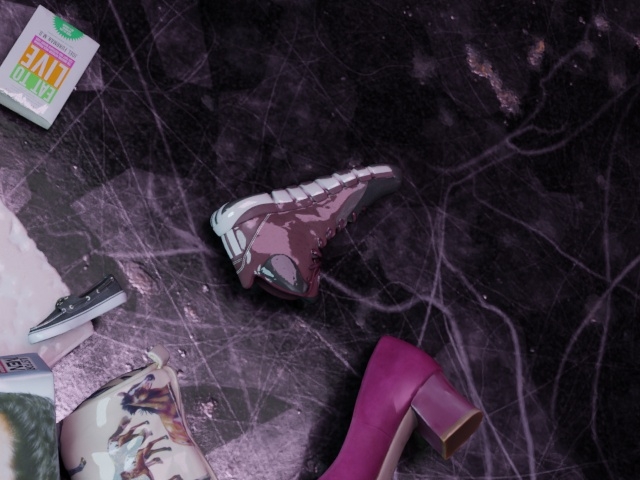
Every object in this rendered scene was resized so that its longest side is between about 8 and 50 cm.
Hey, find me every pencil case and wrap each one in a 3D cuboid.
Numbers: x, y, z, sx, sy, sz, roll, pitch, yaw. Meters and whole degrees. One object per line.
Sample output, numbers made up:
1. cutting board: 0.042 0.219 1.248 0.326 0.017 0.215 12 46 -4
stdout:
1. pencil case: -0.163 0.336 1.564 0.184 0.160 0.410 -28 83 0

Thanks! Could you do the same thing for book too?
1. book: -0.367 -0.229 1.764 0.096 0.035 0.144 32 59 -16

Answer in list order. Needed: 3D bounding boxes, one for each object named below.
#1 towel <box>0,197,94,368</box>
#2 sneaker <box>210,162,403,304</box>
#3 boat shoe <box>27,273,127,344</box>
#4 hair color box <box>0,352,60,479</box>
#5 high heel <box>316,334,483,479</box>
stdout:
1. towel: -0.473 0.067 1.551 0.317 0.053 0.331 -40 104 -32
2. sneaker: 0.000 0.000 1.818 0.281 0.106 0.162 -16 83 -19
3. boat shoe: -0.298 0.083 1.610 0.142 0.049 0.040 -28 94 -41
4. hair color box: -0.474 0.240 1.429 0.375 0.113 0.185 -5 98 -20
5. high heel: 0.022 0.282 1.737 0.377 0.127 0.181 -33 56 -26
